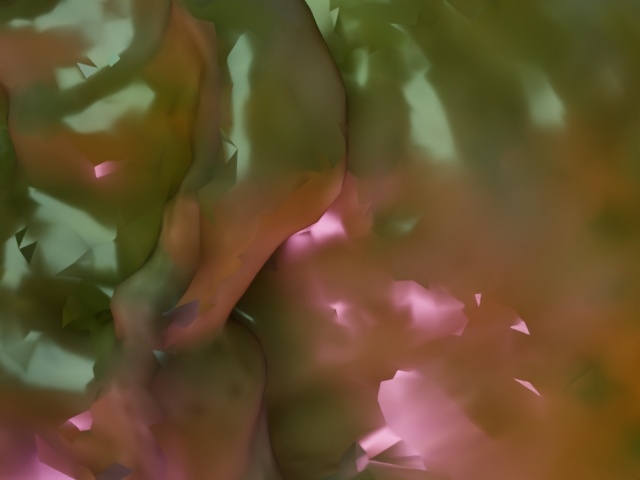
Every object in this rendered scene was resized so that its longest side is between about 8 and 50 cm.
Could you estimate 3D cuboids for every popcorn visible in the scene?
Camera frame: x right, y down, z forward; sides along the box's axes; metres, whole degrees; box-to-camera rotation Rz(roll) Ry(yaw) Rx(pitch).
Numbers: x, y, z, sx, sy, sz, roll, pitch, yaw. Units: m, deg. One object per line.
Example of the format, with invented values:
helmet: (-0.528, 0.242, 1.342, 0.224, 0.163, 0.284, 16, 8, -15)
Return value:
popcorn: (-0.013, 0.009, 0.507, 0.312, 0.312, 0.312, -1, 84, 9)
